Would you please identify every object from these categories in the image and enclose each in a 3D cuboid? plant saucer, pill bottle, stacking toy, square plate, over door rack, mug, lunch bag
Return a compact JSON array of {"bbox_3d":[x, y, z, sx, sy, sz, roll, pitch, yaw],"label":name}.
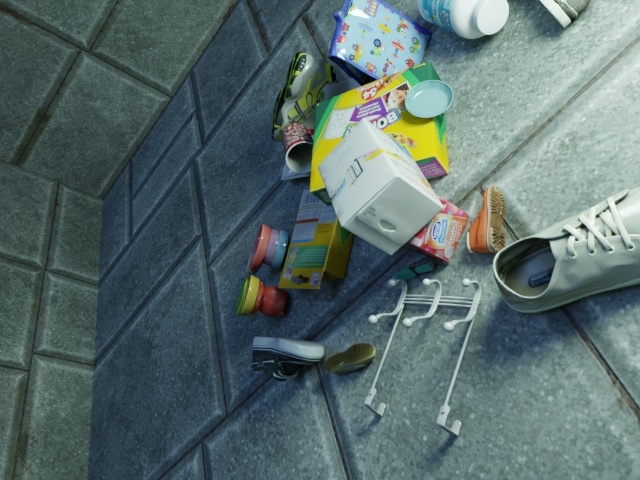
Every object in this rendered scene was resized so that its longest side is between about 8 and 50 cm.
[{"bbox_3d":[0.273,-0.351,1.389,0.120,0.021,0.119,-8,61,15],"label":"plant saucer"},{"bbox_3d":[0.379,-0.625,1.464,0.146,0.146,0.264,-54,37,15],"label":"pill bottle"},{"bbox_3d":[-0.175,0.121,1.814,0.279,0.131,0.308,130,154,-65],"label":"stacking toy"},{"bbox_3d":[0.018,-0.361,1.839,0.344,0.049,0.347,3,73,57],"label":"square plate"},{"bbox_3d":[0.211,0.236,1.215,0.240,0.108,0.324,-4,67,52],"label":"over door rack"},{"bbox_3d":[-0.051,-0.306,1.789,0.169,0.151,0.113,-110,15,-53],"label":"mug"},{"bbox_3d":[0.153,-0.567,1.591,0.138,0.293,0.220,8,76,53],"label":"lunch bag"}]

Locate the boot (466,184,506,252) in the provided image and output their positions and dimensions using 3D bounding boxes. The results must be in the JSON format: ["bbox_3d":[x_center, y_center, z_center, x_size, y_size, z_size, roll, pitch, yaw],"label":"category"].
[{"bbox_3d":[0.363,-0.046,1.230,0.085,0.059,0.157,-15,60,53],"label":"boot"}]

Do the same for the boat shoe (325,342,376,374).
[{"bbox_3d":[0.083,0.304,1.398,0.153,0.048,0.056,-31,36,30],"label":"boat shoe"}]

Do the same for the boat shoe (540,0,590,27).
[{"bbox_3d":[0.537,-0.628,1.305,0.091,0.109,0.304,-39,49,31],"label":"boat shoe"}]

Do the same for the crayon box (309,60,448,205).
[{"bbox_3d":[0.154,-0.286,1.516,0.363,0.106,0.312,-14,57,29],"label":"crayon box"}]

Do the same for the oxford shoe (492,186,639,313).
[{"bbox_3d":[0.498,0.001,0.972,0.449,0.130,0.169,-33,45,35],"label":"oxford shoe"}]

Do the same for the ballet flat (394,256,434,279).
[{"bbox_3d":[0.233,0.067,1.350,0.114,0.041,0.041,-23,53,43],"label":"ballet flat"}]

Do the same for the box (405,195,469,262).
[{"bbox_3d":[0.216,-0.050,1.359,0.257,0.123,0.128,23,88,54],"label":"box"}]

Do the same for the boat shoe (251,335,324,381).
[{"bbox_3d":[-0.094,0.337,1.556,0.335,0.121,0.119,-15,66,60],"label":"boat shoe"}]

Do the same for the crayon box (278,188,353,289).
[{"bbox_3d":[0.000,0.000,1.638,0.203,0.083,0.322,-4,67,51],"label":"crayon box"}]

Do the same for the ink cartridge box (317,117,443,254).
[{"bbox_3d":[0.131,-0.122,1.255,0.168,0.171,0.232,-45,40,23],"label":"ink cartridge box"}]

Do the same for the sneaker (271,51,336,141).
[{"bbox_3d":[-0.069,-0.456,1.866,0.384,0.147,0.145,129,147,-56],"label":"sneaker"}]
